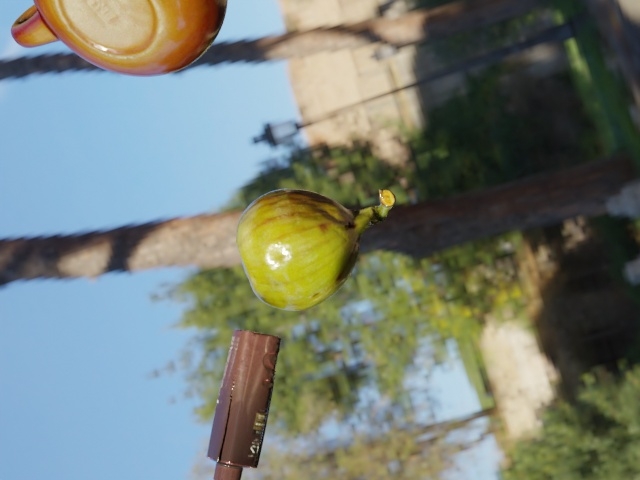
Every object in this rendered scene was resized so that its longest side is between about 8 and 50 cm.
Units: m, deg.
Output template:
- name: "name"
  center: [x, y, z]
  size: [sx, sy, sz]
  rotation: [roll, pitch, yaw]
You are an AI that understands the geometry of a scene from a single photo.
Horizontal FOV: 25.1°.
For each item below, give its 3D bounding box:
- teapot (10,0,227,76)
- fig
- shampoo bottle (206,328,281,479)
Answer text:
- name: "teapot"
  center: [-0.174, -0.229, 1.257]
  size: [0.178, 0.252, 0.135]
  rotation: [55, -139, -23]
- name: "fig"
  center: [-0.011, -0.007, 1.730]
  size: [0.142, 0.186, 0.148]
  rotation: [54, 167, 39]
- name: "shampoo bottle"
  center: [-0.102, 0.228, 1.782]
  size: [0.068, 0.067, 0.236]
  rotation: [15, -97, -31]
